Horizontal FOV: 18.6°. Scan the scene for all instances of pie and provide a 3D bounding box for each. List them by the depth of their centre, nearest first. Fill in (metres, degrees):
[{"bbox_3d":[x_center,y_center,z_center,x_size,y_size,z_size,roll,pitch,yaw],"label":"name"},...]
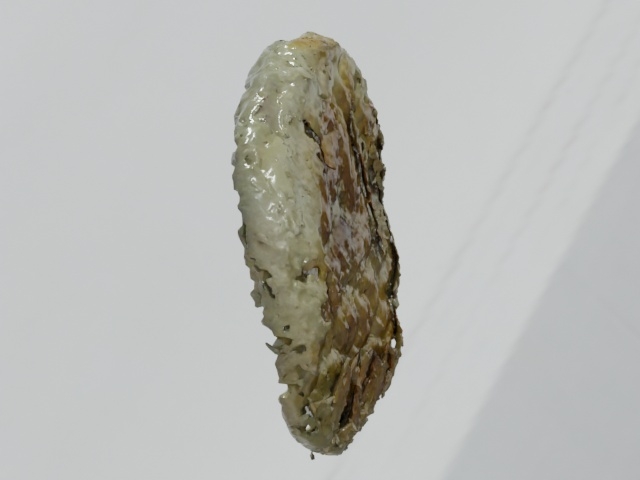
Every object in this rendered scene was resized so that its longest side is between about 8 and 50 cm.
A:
[{"bbox_3d":[0.000,0.000,1.213,0.055,0.274,0.274,-6,31,14],"label":"pie"}]
